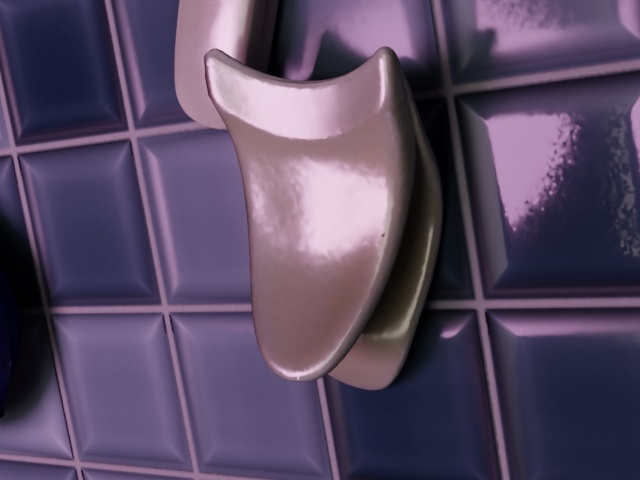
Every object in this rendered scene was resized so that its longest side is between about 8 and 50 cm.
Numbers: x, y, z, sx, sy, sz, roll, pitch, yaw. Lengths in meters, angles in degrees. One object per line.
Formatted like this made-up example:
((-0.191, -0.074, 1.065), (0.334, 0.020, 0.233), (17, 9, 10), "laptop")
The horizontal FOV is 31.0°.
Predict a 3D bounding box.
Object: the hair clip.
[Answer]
((0.010, -0.009, 0.899), (0.173, 0.113, 0.282), (5, 100, 34), "hair clip")

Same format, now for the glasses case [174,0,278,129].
((-0.075, -0.190, 0.935), (0.081, 0.051, 0.204), (24, 115, 27), "glasses case")

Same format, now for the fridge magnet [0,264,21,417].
((-0.413, 0.086, 1.210), (0.265, 0.113, 0.265), (9, 107, 32), "fridge magnet")
